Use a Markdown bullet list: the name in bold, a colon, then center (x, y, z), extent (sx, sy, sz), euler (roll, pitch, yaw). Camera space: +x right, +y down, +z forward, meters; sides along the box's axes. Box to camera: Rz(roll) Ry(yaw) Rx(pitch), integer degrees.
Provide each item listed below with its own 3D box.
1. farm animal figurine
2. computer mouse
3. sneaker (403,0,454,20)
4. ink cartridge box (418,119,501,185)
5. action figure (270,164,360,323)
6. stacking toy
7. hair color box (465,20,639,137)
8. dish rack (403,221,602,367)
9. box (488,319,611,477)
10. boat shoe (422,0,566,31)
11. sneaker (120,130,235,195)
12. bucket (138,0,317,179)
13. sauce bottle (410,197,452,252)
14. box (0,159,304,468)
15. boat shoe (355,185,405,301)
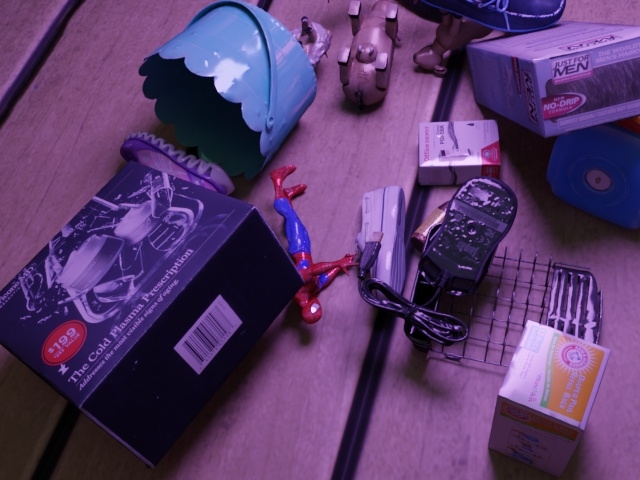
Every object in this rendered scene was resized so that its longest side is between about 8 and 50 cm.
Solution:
- **farm animal figurine**: center (0.131, -0.382, 1.359), extent (0.330, 0.172, 0.326), euler (27, 79, 15)
- **computer mouse**: center (0.166, 0.013, 1.074), extent (0.184, 0.060, 0.262), euler (22, 75, 13)
- **sneaker**: center (0.303, -0.505, 1.438), extent (0.331, 0.122, 0.146), euler (21, 46, 22)
- **ink cartridge box**: center (0.235, -0.150, 1.250), extent (0.135, 0.056, 0.099), euler (-2, 59, 8)
- **action figure**: center (0.000, 0.000, 1.173), extent (0.139, 0.091, 0.280), euler (-15, 57, 13)
- **stacking toy**: center (0.510, -0.181, 1.183), extent (0.166, 0.175, 0.302), euler (29, 56, 25)
- **hair color box**: center (0.368, -0.264, 1.145), extent (0.185, 0.113, 0.374), euler (-14, 18, 2)
- **dish rack**: center (0.275, 0.093, 1.083), extent (0.272, 0.074, 0.208), euler (10, 62, 15)
- **box**: center (0.286, 0.206, 0.934), extent (0.103, 0.203, 0.114), euler (20, 64, 20)
- **boat shoe**: center (0.274, -0.409, 1.208), extent (0.258, 0.089, 0.109), euler (11, 77, 10)
- **sneaker**: center (-0.272, -0.111, 1.295), extent (0.236, 0.095, 0.104), euler (25, 73, 22)
- **bucket**: center (-0.154, -0.266, 1.272), extent (0.281, 0.281, 0.183), euler (28, 64, 24)
- **sauce bottle**: center (0.200, -0.034, 1.194), extent (0.042, 0.042, 0.128), euler (36, 68, 27)
- **box**: center (-0.262, 0.087, 1.069), extent (0.312, 0.179, 0.343), euler (20, 62, 41)
- **boat shoe**: center (0.093, 0.009, 1.173), extent (0.076, 0.083, 0.226), euler (-7, 45, 19)
